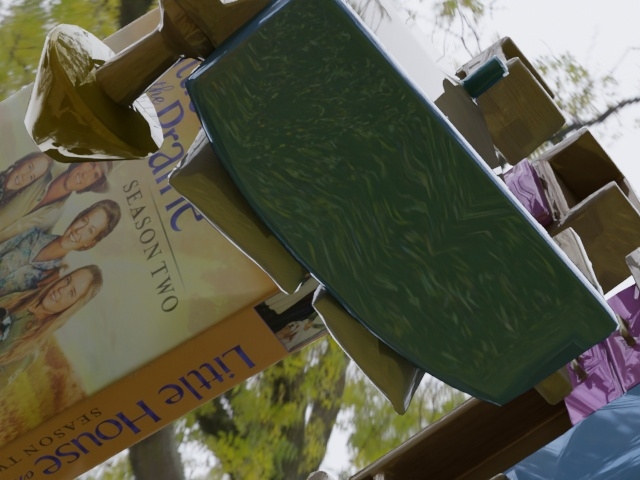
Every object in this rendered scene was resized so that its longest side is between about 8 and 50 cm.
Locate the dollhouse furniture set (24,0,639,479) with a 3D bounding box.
[{"bbox_3d":[0.000,0.000,0.495,0.198,0.286,0.303,-36,-64,18],"label":"dollhouse furniture set"}]

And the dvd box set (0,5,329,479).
[{"bbox_3d":[-0.178,0.015,0.789,0.420,0.307,0.062,-30,-44,5],"label":"dvd box set"}]
